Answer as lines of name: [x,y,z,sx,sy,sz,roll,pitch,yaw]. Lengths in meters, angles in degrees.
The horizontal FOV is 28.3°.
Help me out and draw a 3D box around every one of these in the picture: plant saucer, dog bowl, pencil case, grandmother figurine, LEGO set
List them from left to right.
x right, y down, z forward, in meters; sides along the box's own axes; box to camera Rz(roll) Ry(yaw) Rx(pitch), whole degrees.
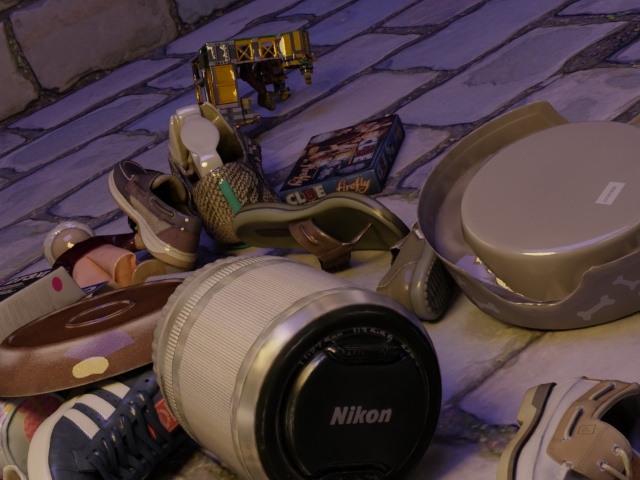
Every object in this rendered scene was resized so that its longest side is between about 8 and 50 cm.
pencil case: [-0.422,0.235,1.542,0.273,0.124,0.113,-5,67,38]
grandmother figurine: [-0.345,0.036,1.973,0.208,0.104,0.342,-21,22,-25]
plant saucer: [-0.259,0.107,1.523,0.310,0.050,0.310,-16,11,3]
LEGO set: [-0.138,-0.290,2.522,0.255,0.192,0.331,-9,1,-24]
dog bowl: [0.291,-0.036,1.463,0.348,0.102,0.349,-16,36,12]

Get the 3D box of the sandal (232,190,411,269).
sandal: [0.000,0.001,1.754,0.302,0.120,0.086,-5,54,40]

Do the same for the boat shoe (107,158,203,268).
boat shoe: [-0.243,-0.059,1.933,0.092,0.103,0.285,-58,35,14]

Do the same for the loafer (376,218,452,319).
loafer: [0.128,0.012,1.594,0.087,0.094,0.251,-6,26,24]

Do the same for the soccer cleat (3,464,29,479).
soccer cleat: [-0.358,0.317,1.330,0.068,0.076,0.196,-11,23,23]

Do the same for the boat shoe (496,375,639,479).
boat shoe: [0.216,0.197,1.042,0.103,0.113,0.302,-19,20,21]

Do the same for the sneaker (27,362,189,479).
sneaker: [-0.206,0.209,1.375,0.148,0.131,0.350,-22,20,10]

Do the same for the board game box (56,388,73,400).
board game box: [-0.254,0.162,1.625,0.186,0.026,0.126,-36,22,-3]

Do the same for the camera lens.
camera lens: [-0.028,0.135,1.266,0.219,0.219,0.274,-29,23,-21]

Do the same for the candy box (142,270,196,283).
candy box: [-0.149,0.060,1.754,0.206,0.027,0.105,-7,9,5]

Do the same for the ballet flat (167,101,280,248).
ballet flat: [-0.179,-0.137,2.112,0.164,0.182,0.483,-30,22,-3]

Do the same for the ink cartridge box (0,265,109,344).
ink cartridge box: [-0.450,0.110,1.662,0.175,0.069,0.371,-15,9,27]

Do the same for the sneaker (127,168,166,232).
sneaker: [-0.279,-0.041,2.128,0.084,0.097,0.235,13,20,-14]

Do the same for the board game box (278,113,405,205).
board game box: [0.039,-0.129,2.086,0.165,0.042,0.243,-13,23,19]
